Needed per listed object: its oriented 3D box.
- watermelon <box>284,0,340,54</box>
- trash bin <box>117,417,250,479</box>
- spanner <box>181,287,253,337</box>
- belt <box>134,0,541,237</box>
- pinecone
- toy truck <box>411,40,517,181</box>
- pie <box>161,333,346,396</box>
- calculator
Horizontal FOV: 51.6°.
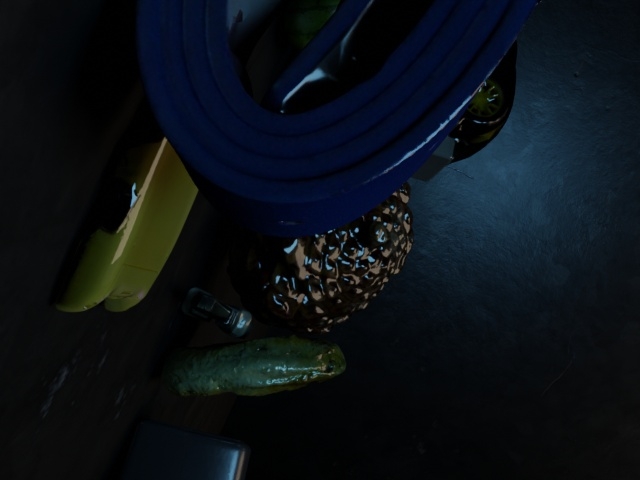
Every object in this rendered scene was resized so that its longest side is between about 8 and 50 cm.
[{"bbox_3d":[0.016,-0.237,0.710,0.109,0.109,0.109,25,90,-87],"label":"watermelon"},{"bbox_3d":[-0.216,0.420,0.955,0.182,0.209,0.290,99,4,-72],"label":"trash bin"},{"bbox_3d":[-0.141,0.104,0.923,0.325,0.095,0.040,106,10,-79],"label":"spanner"},{"bbox_3d":[0.025,-0.171,0.405,0.347,0.212,0.117,-61,176,-8],"label":"belt"},{"bbox_3d":[-0.005,-0.004,0.962,0.298,0.242,0.296,-23,166,-37],"label":"pinecone"},{"bbox_3d":[0.125,-0.289,0.853,0.180,0.254,0.405,139,-36,-72],"label":"toy truck"},{"bbox_3d":[-0.099,0.183,0.976,0.277,0.277,0.079,99,-13,-81],"label":"pie"},{"bbox_3d":[-0.124,-0.048,0.525,0.157,0.033,0.237,77,37,-84],"label":"calculator"}]
